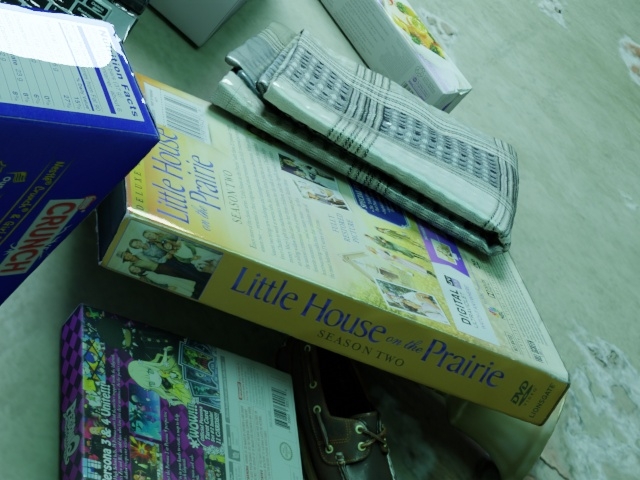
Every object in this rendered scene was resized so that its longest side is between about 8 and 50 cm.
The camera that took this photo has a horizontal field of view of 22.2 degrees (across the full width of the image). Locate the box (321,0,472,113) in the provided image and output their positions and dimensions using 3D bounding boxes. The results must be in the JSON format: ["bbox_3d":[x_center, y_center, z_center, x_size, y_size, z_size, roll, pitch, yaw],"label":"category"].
[{"bbox_3d":[0.054,-0.277,1.906,0.063,0.067,0.324,-15,64,-52],"label":"box"}]

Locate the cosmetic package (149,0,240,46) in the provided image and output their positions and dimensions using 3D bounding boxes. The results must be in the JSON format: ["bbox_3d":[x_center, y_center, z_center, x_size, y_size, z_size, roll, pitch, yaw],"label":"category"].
[{"bbox_3d":[-0.137,-0.360,1.737,0.224,0.138,0.225,41,34,-5],"label":"cosmetic package"}]

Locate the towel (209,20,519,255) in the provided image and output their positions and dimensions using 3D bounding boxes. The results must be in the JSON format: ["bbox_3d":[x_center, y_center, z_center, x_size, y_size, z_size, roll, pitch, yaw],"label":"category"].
[{"bbox_3d":[0.059,-0.122,1.648,0.324,0.056,0.312,28,21,-1],"label":"towel"}]

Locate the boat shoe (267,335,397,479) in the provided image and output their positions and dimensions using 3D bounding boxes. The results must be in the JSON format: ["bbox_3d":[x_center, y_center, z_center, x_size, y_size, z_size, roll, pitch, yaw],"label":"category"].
[{"bbox_3d":[0.020,0.166,1.412,0.073,0.073,0.207,-1,56,-49],"label":"boat shoe"}]

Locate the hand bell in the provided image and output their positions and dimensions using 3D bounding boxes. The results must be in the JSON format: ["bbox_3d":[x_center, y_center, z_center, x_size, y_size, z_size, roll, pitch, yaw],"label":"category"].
[{"bbox_3d":[0.099,0.124,1.532,0.242,0.126,0.126,27,37,-4],"label":"hand bell"}]

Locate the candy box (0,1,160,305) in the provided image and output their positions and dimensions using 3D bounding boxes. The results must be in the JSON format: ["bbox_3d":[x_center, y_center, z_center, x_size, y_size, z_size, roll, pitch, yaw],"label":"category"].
[{"bbox_3d":[-0.318,-0.054,1.127,0.317,0.268,0.122,5,54,-43],"label":"candy box"}]

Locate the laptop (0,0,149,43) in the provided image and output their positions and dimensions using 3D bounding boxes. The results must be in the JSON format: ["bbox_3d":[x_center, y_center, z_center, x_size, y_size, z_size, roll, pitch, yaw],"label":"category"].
[{"bbox_3d":[-0.286,-0.331,1.353,0.382,0.236,0.408,32,41,-9],"label":"laptop"}]

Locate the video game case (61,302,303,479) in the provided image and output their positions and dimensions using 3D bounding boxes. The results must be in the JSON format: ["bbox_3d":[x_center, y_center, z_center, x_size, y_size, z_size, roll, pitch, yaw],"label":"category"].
[{"bbox_3d":[-0.107,0.177,1.298,0.210,0.042,0.232,21,41,-29],"label":"video game case"}]

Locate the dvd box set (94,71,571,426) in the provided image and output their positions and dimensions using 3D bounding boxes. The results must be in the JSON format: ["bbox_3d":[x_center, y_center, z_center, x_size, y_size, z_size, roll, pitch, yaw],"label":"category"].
[{"bbox_3d":[0.000,0.000,1.461,0.420,0.062,0.308,21,23,-20],"label":"dvd box set"}]
